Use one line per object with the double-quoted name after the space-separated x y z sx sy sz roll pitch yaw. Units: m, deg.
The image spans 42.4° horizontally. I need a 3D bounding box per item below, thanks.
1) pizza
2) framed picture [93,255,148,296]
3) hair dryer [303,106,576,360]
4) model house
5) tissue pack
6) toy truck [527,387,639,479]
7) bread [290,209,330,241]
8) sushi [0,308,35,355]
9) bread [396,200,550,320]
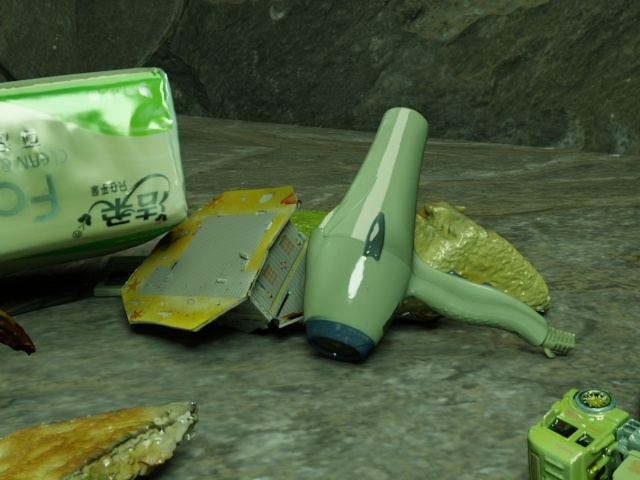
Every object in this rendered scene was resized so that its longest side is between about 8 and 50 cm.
-0.177 0.168 0.621 0.195 0.052 0.185 -14 14 -32 "pizza"
-0.197 0.047 1.134 0.203 0.015 0.150 0 16 -5 "framed picture"
0.124 -0.012 0.925 0.299 0.295 0.119 2 -22 -12 "hair dryer"
-0.100 0.056 0.966 0.219 0.136 0.207 -4 48 41 "model house"
-0.388 -0.060 0.979 0.405 0.205 0.332 -11 2 -19 "tissue pack"
0.220 0.178 0.579 0.100 0.077 0.169 -25 30 -31 "toy truck"
-0.001 0.001 1.240 0.302 0.045 0.301 4 15 -1 "bread"
-0.408 0.103 0.680 0.167 0.179 0.296 33 44 20 "sushi"
0.155 0.020 1.039 0.252 0.132 0.174 -2 17 -15 "bread"
